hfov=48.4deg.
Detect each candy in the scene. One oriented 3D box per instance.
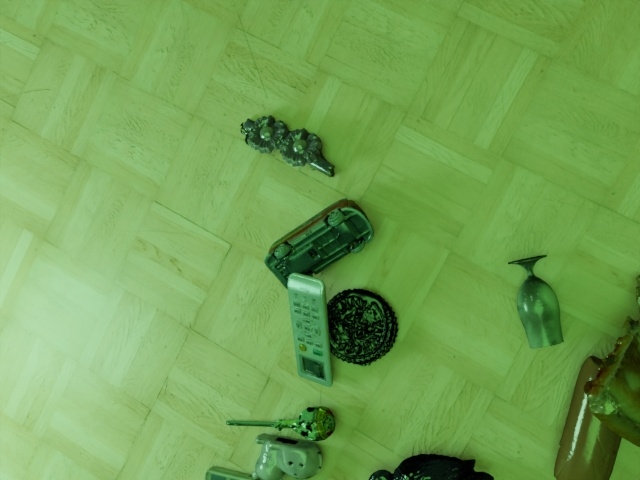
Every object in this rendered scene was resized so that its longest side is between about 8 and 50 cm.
[{"bbox_3d":[-0.106,0.455,1.785,0.305,0.083,0.091,-4,127,22],"label":"candy"}]

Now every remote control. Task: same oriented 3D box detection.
[{"bbox_3d":[-0.018,0.214,1.712,0.103,0.051,0.294,14,120,34],"label":"remote control"}]

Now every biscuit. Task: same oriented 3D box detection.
[{"bbox_3d":[0.093,0.209,1.734,0.194,0.053,0.195,0,91,16],"label":"biscuit"}]

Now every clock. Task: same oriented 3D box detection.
[{"bbox_3d":[-0.082,0.556,1.772,0.176,0.080,0.117,7,92,15],"label":"clock"}]

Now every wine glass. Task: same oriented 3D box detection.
[{"bbox_3d":[0.489,0.139,1.610,0.092,0.093,0.202,-11,88,15],"label":"wine glass"}]

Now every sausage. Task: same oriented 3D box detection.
[{"bbox_3d":[0.601,0.413,1.570,0.121,0.121,0.305,14,96,14],"label":"sausage"}]

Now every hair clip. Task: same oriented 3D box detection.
[{"bbox_3d":[-0.081,-0.238,1.767,0.292,0.084,0.106,28,80,17],"label":"hair clip"}]

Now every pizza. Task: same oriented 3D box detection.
[{"bbox_3d":[0.733,0.254,1.505,0.439,0.130,0.406,18,61,-17],"label":"pizza"}]

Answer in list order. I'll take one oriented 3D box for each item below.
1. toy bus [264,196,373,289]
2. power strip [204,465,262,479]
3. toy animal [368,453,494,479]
[{"bbox_3d":[0.000,0.000,1.711,0.265,0.120,0.121,-33,112,16],"label":"toy bus"},{"bbox_3d":[-0.130,0.661,1.805,0.367,0.043,0.106,8,93,14],"label":"power strip"},{"bbox_3d":[0.253,0.585,1.663,0.298,0.122,0.186,-32,79,21],"label":"toy animal"}]
